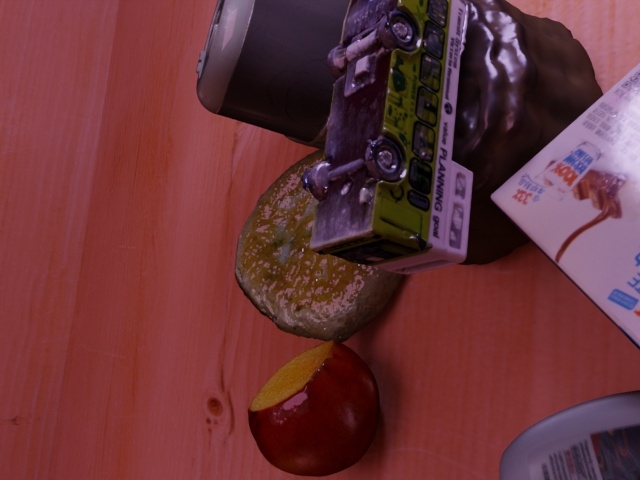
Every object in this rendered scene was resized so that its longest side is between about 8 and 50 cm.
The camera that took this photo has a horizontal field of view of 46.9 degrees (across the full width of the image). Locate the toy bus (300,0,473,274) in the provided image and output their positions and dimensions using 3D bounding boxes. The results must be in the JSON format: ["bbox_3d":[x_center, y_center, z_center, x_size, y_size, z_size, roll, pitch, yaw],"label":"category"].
[{"bbox_3d":[0.079,-0.120,0.736,0.113,0.139,0.302,-16,59,50],"label":"toy bus"}]

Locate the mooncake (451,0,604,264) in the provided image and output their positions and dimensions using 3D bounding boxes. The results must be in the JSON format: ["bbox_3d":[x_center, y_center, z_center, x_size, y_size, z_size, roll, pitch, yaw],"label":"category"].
[{"bbox_3d":[0.161,-0.137,0.895,0.324,0.187,0.324,-23,61,50],"label":"mooncake"}]

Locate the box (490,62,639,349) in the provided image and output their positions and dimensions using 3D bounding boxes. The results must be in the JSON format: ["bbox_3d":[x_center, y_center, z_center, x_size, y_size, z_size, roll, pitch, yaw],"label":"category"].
[{"bbox_3d":[0.327,-0.046,0.651,0.265,0.048,0.273,-42,43,9],"label":"box"}]

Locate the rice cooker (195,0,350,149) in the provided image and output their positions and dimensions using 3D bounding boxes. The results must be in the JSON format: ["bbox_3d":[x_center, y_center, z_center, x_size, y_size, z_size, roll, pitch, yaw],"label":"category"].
[{"bbox_3d":[-0.041,-0.307,1.171,0.288,0.276,0.289,-166,90,-74],"label":"rice cooker"}]

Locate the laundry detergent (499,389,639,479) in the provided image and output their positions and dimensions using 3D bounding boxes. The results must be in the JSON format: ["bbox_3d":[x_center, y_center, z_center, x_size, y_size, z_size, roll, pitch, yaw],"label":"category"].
[{"bbox_3d":[0.338,0.218,0.580,0.398,0.124,0.264,-42,46,41],"label":"laundry detergent"}]

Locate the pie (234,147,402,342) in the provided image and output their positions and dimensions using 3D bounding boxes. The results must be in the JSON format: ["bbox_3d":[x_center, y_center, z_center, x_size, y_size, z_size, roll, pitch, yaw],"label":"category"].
[{"bbox_3d":[0.000,0.000,1.144,0.323,0.070,0.324,-13,68,33],"label":"pie"}]

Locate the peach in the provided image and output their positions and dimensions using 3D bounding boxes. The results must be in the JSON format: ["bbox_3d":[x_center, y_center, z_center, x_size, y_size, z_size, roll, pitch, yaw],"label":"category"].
[{"bbox_3d":[-0.011,0.232,1.044,0.190,0.190,0.193,39,140,54],"label":"peach"}]
